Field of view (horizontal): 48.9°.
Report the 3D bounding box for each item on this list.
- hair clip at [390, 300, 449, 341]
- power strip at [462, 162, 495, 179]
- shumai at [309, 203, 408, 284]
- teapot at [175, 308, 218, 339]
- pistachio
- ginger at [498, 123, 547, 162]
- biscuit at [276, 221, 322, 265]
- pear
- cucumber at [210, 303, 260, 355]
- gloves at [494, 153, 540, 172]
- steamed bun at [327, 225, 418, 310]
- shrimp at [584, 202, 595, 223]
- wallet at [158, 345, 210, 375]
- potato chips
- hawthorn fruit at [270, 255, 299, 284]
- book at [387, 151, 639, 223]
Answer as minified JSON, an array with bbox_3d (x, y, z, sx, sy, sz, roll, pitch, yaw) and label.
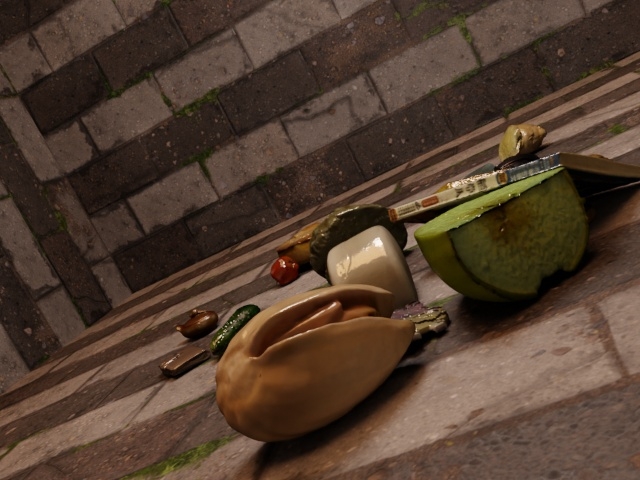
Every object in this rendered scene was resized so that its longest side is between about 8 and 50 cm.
[{"bbox_3d":[0.131,0.152,1.196,0.187,0.056,0.146,-28,15,-21],"label":"hair clip"},{"bbox_3d":[0.484,-0.182,2.054,0.137,0.044,0.216,-28,9,1],"label":"power strip"},{"bbox_3d":[0.087,-0.011,1.812,0.256,0.189,0.218,-22,11,2],"label":"shumai"},{"bbox_3d":[-0.361,0.239,2.057,0.129,0.078,0.098,-25,9,17],"label":"teapot"},{"bbox_3d":[-0.006,0.180,1.058,0.318,0.214,0.193,-20,50,-15],"label":"pistachio"},{"bbox_3d":[0.632,-0.308,2.227,0.122,0.115,0.193,-7,-1,-6],"label":"ginger"},{"bbox_3d":[0.000,0.000,2.277,0.296,0.102,0.296,-26,6,3],"label":"biscuit"},{"bbox_3d":[0.289,0.010,1.208,0.292,0.159,0.292,-24,7,3],"label":"pear"},{"bbox_3d":[-0.216,0.224,1.764,0.069,0.069,0.227,-22,13,31],"label":"cucumber"},{"bbox_3d":[0.476,-0.142,1.679,0.164,0.124,0.203,-46,1,0],"label":"gloves"},{"bbox_3d":[0.101,0.067,1.405,0.146,0.164,0.242,-27,10,10],"label":"steamed bun"},{"bbox_3d":[0.403,-0.027,1.381,0.262,0.066,0.117,-4,6,33],"label":"shrimp"},{"bbox_3d":[-0.350,0.304,1.795,0.118,0.039,0.152,-30,10,-25],"label":"wallet"},{"bbox_3d":[0.433,-0.129,1.550,0.407,0.057,0.080,-10,-24,19],"label":"potato chips"},{"bbox_3d":[-0.111,0.096,2.153,0.093,0.093,0.093,-27,9,5],"label":"hawthorn fruit"},{"bbox_3d":[0.390,-0.093,1.441,0.300,0.039,0.428,2,-12,-38],"label":"book"}]
